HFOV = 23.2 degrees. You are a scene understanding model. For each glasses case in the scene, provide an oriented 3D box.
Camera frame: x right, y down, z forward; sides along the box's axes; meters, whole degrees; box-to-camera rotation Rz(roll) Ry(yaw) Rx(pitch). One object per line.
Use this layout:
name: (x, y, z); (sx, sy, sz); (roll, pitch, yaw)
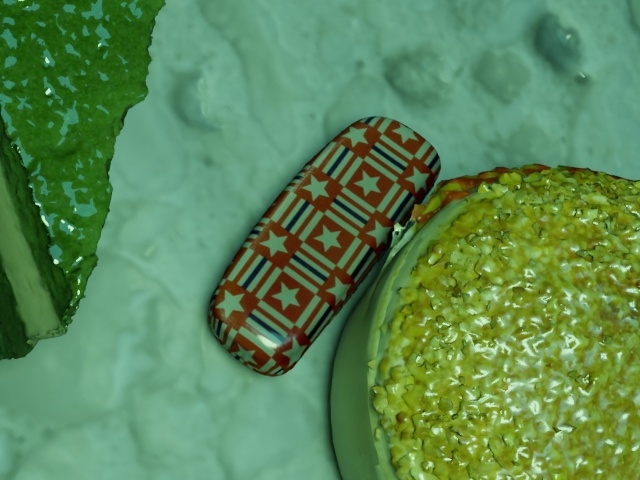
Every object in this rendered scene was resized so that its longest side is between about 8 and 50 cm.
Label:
glasses case: (0.000, 0.000, 0.961); (0.073, 0.049, 0.194); (37, 60, 4)

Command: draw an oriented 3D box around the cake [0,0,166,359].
cake: (-0.136, -0.089, 0.872); (0.172, 0.158, 0.284); (-15, 80, -30)

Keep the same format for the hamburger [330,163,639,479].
hamburger: (0.145, 0.091, 0.921); (0.276, 0.179, 0.294); (13, 67, -21)
